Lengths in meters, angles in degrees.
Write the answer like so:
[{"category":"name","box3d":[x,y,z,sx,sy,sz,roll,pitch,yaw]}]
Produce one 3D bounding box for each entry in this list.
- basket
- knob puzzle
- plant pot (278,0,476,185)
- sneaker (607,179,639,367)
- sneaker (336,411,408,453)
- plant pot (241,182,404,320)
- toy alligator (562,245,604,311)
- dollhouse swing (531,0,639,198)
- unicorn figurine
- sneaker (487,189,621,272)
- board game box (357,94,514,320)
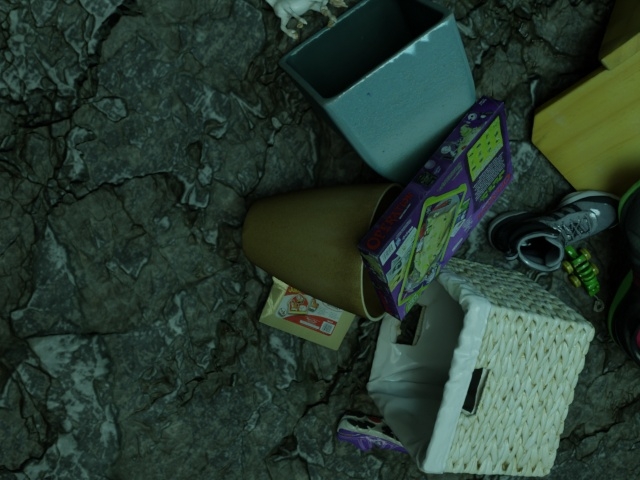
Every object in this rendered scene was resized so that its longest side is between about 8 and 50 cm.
[{"category":"basket","box3d":[0.282,0.219,1.528,0.266,0.331,0.328,9,104,-16]},{"category":"knob puzzle","box3d":[-0.005,0.094,1.589,0.213,0.030,0.213,-3,106,-10]},{"category":"plant pot","box3d":[0.120,-0.246,1.419,0.248,0.247,0.252,-35,125,-1]},{"category":"sneaker","box3d":[0.666,0.067,1.567,0.185,0.202,0.483,-10,127,2]},{"category":"sneaker","box3d":[0.113,0.402,1.693,0.170,0.068,0.071,18,116,-7]},{"category":"plant pot","box3d":[0.000,0.000,1.450,0.254,0.237,0.237,10,106,22]},{"category":"toy alligator","box3d":[0.545,0.079,1.688,0.056,0.051,0.189,-34,109,0]},{"category":"dollhouse swing","box3d":[0.625,-0.276,1.602,0.347,0.305,0.315,41,53,-19]},{"category":"unicorn figurine","box3d":[-0.045,-0.403,1.420,0.162,0.111,0.060,-14,150,-30]},{"category":"sneaker","box3d":[0.464,-0.011,1.574,0.269,0.153,0.101,-13,113,4]},{"category":"board game box","box3d":[0.202,-0.052,1.378,0.347,0.056,0.208,-49,142,-18]}]
